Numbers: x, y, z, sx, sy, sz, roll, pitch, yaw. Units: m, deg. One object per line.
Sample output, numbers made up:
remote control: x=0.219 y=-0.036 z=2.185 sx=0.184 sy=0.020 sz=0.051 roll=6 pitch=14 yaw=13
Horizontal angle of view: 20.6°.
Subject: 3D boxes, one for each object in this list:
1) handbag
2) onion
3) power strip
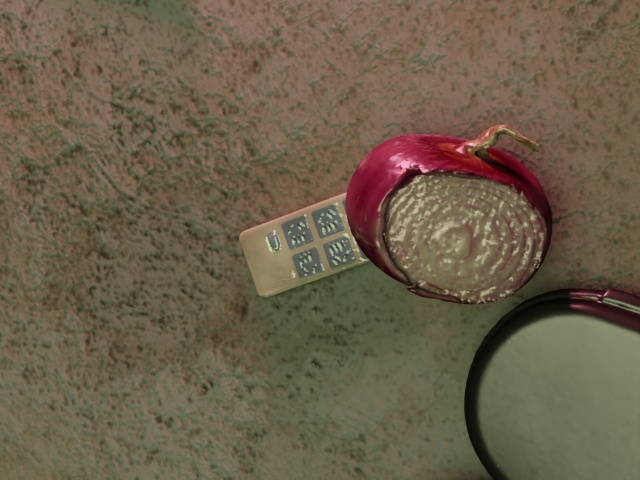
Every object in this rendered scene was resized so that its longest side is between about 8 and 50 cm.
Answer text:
handbag: x=0.303 y=0.179 z=1.838 sx=0.308 sy=0.093 sz=0.254 roll=20 pitch=102 yaw=17
onion: x=0.129 y=-0.031 z=1.825 sx=0.207 sy=0.200 sz=0.201 roll=-16 pitch=92 yaw=-7
power strip: x=0.000 y=0.000 z=1.956 sx=0.192 sy=0.035 sz=0.081 roll=-19 pitch=90 yaw=20
